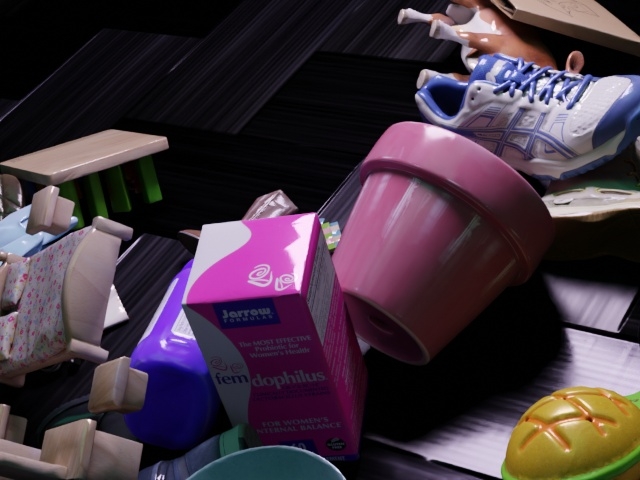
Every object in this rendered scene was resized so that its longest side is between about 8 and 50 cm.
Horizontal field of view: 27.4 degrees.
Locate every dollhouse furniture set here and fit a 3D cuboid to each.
[{"bbox_3d":[-0.287,0.062,1.230,0.303,0.174,0.355,-21,55,49],"label":"dollhouse furniture set"}]

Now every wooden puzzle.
[{"bbox_3d":[0.000,0.000,1.484,0.049,0.006,0.083,-17,37,1],"label":"wooden puzzle"}]

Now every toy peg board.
[{"bbox_3d":[-0.287,-0.075,1.630,0.161,0.079,0.160,-21,19,-31],"label":"toy peg board"}]

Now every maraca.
[{"bbox_3d":[0.227,0.168,1.112,0.127,0.099,0.185,-5,16,39],"label":"maraca"}]

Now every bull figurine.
[{"bbox_3d":[0.208,-0.228,1.588,0.188,0.101,0.310,13,27,-14],"label":"bull figurine"}]

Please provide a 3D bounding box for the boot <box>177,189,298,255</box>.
[{"bbox_3d":[-0.094,-0.021,1.523,0.106,0.037,0.114,20,53,22],"label":"boot"}]

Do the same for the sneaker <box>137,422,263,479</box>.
[{"bbox_3d":[-0.114,0.280,1.121,0.163,0.086,0.226,-22,45,9],"label":"sneaker"}]

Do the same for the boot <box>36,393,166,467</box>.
[{"bbox_3d":[-0.212,0.194,1.299,0.121,0.045,0.099,-28,41,-15],"label":"boot"}]

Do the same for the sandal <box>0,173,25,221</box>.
[{"bbox_3d":[-0.390,0.023,1.560,0.090,0.060,0.219,-3,57,-2],"label":"sandal"}]

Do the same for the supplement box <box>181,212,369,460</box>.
[{"bbox_3d":[-0.035,0.094,1.204,0.111,0.220,0.114,-7,38,15],"label":"supplement box"}]

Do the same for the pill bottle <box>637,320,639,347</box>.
[{"bbox_3d":[0.371,0.115,1.094,0.123,0.123,0.219,-29,38,-15],"label":"pill bottle"}]

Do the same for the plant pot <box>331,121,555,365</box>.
[{"bbox_3d":[0.099,0.014,1.290,0.201,0.201,0.180,21,67,39],"label":"plant pot"}]

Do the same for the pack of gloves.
[{"bbox_3d":[-0.359,0.067,1.491,0.232,0.046,0.195,-23,61,-15],"label":"pack of gloves"}]

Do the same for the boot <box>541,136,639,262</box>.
[{"bbox_3d":[0.326,-0.052,1.359,0.213,0.077,0.165,-1,39,31],"label":"boot"}]

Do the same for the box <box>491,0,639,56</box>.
[{"bbox_3d":[0.285,-0.289,1.622,0.201,0.021,0.164,11,27,-27],"label":"box"}]

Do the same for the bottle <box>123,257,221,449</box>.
[{"bbox_3d":[-0.119,0.089,1.322,0.092,0.118,0.283,13,28,3],"label":"bottle"}]

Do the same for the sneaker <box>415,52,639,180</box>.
[{"bbox_3d":[0.216,-0.139,1.394,0.296,0.131,0.112,-11,31,48],"label":"sneaker"}]

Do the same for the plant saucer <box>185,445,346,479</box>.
[{"bbox_3d":[-0.055,0.250,1.026,0.195,0.037,0.195,-16,41,15],"label":"plant saucer"}]

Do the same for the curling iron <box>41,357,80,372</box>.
[{"bbox_3d":[-0.359,0.165,1.386,0.274,0.035,0.068,-38,69,-20],"label":"curling iron"}]
